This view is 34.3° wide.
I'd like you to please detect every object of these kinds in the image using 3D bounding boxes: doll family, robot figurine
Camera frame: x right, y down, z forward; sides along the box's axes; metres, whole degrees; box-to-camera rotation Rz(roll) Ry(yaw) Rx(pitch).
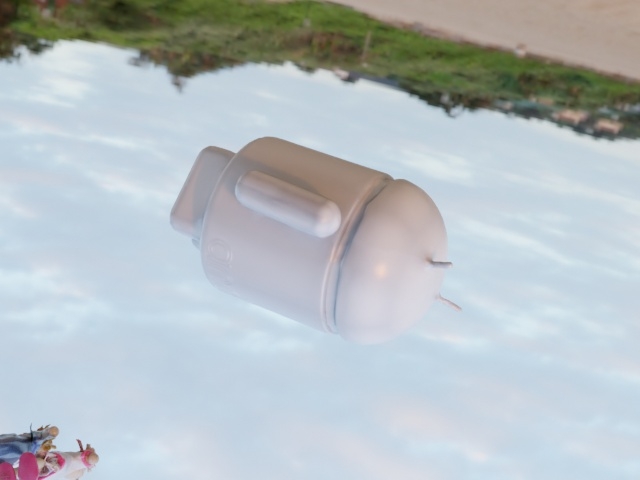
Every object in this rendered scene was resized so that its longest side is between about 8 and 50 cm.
[{"bbox_3d":[-0.388,0.261,1.207,0.263,0.118,0.163,-26,167,10],"label":"doll family"},{"bbox_3d":[0.000,0.000,1.227,0.353,0.200,0.300,20,172,22],"label":"robot figurine"}]
